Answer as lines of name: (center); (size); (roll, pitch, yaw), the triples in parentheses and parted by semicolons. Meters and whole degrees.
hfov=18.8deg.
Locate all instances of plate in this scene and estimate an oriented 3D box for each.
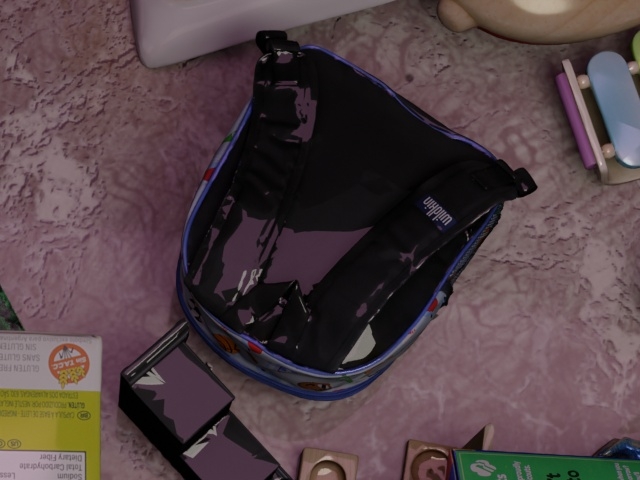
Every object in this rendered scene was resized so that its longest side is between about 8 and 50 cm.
plate: (-0.068, -0.324, 1.795); (0.278, 0.045, 0.277); (-14, 76, 14)

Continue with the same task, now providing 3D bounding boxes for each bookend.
bookend: (-0.095, 0.160, 1.653); (0.072, 0.157, 0.156); (-42, 82, -15)

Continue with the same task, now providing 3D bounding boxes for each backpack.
backpack: (0.000, 0.000, 1.683); (0.277, 0.213, 0.263); (31, 65, 9)

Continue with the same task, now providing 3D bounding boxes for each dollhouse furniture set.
dollhouse furniture set: (0.058, 0.226, 1.670); (0.151, 0.123, 0.144); (10, 74, -4)

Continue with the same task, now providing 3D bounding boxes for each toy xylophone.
toy xylophone: (0.387, -0.118, 1.827); (0.323, 0.081, 0.236); (-24, 79, -12)

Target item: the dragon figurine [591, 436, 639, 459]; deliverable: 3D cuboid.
dragon figurine: (0.339, 0.207, 1.728); (0.289, 0.085, 0.144); (-39, 85, -10)

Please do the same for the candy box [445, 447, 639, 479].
candy box: (0.248, 0.319, 1.601); (0.317, 0.122, 0.268); (3, 118, -7)

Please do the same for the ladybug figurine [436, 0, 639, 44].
ladybug figurine: (0.262, -0.348, 1.830); (0.449, 0.162, 0.305); (-42, 82, -15)

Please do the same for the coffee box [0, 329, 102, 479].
coffee box: (-0.361, 0.262, 1.477); (0.338, 0.337, 0.334); (2, 74, -17)

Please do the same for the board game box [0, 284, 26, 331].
board game box: (-0.378, 0.010, 1.728); (0.136, 0.030, 0.259); (-28, 80, -15)
